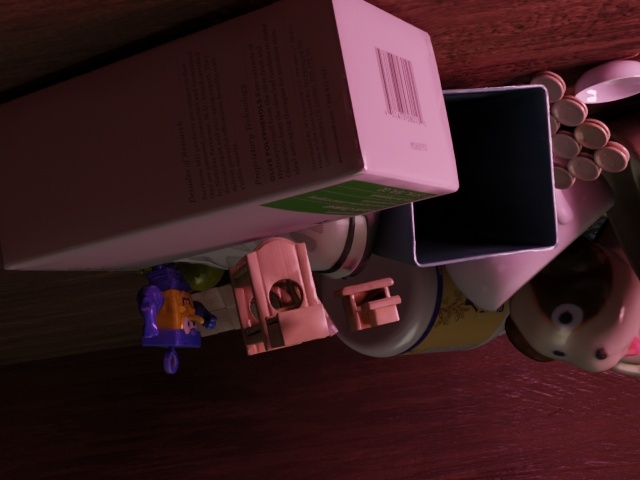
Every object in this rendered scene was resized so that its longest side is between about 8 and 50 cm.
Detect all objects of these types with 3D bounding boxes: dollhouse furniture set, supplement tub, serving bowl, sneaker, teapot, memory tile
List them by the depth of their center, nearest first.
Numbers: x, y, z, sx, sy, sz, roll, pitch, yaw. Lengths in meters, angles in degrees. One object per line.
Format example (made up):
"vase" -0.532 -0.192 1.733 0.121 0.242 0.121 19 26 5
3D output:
"dollhouse furniture set" 0.011 0.039 0.977 0.160 0.101 0.182 -11 174 -16
"serving bowl" 0.305 -0.170 1.078 0.083 0.027 0.083 -8 171 -1
"memory tile" 0.254 -0.117 1.116 0.148 0.012 0.113 43 146 -18
"sneaker" -0.112 -0.022 1.142 0.257 0.169 0.447 -6 175 -19
"teapot" 0.241 -0.045 1.335 0.256 0.187 0.252 -47 169 32
"supplement tub" 0.191 0.074 1.773 0.331 0.241 0.241 1 167 -44

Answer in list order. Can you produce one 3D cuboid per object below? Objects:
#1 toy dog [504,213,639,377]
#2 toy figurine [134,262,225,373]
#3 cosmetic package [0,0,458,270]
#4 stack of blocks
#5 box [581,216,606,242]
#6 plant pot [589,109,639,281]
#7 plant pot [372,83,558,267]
"toy dog" 0.481 0.060 1.602 0.407 0.395 0.285 -18 149 -33
"toy figurine" -0.267 0.116 1.707 0.191 0.217 0.362 -10 170 11
"cosmetic package" -0.091 -0.080 0.899 0.365 0.155 0.197 -15 172 29
"stack of blocks" -0.176 0.109 1.955 0.297 0.087 0.171 -15 -169 36
"box" 0.529 0.012 1.946 0.183 0.059 0.232 39 152 -16
"plant pot" 0.533 -0.050 1.264 0.280 0.323 0.323 -25 169 3
"plant pot" 0.114 -0.069 1.103 0.165 0.166 0.234 -7 -175 -22
